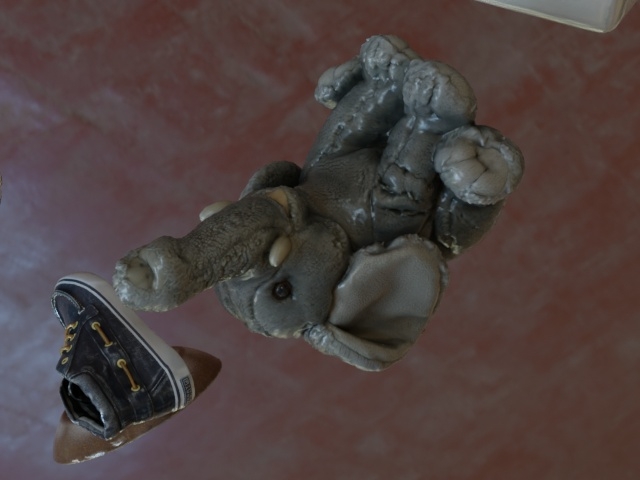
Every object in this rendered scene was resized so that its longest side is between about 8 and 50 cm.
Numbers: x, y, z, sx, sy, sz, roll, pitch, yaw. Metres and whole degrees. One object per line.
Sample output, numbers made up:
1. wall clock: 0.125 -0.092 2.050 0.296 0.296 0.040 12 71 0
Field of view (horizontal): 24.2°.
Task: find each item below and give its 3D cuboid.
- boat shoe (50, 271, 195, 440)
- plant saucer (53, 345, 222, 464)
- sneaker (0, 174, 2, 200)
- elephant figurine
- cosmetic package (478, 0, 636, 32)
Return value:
1. boat shoe: -0.183 0.087 1.180 0.083 0.183 0.065 -24 129 -31
2. plant saucer: -0.197 0.161 1.542 0.199 0.198 0.036 -29 103 0
3. sneaker: -0.389 0.012 1.260 0.279 0.107 0.118 -44 122 -15
4. elephant figurine: 0.000 0.000 0.930 0.186 0.169 0.239 46 78 -14
5. cosmetic package: 0.095 -0.389 1.084 0.327 0.394 0.329 -46 150 -56
